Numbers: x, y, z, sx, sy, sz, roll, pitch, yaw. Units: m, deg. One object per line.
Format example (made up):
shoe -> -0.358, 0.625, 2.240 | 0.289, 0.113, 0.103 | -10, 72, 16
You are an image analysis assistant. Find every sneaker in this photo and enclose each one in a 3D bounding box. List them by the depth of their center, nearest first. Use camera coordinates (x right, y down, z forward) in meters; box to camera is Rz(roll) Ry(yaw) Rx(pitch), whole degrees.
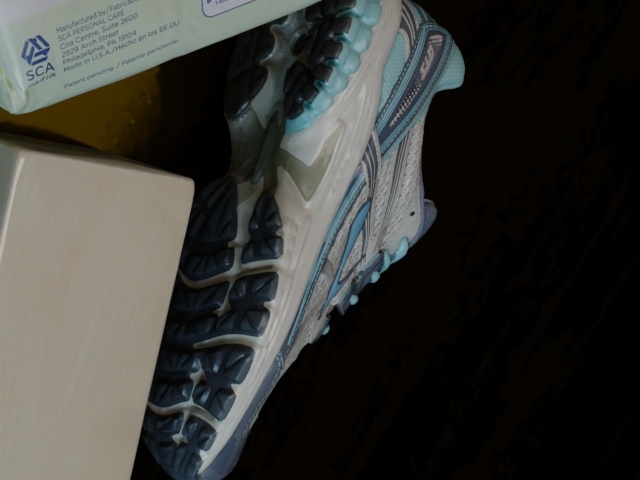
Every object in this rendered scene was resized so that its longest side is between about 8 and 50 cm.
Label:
sneaker -> 0.000, 0.000, 0.991 | 0.122, 0.110, 0.283 | 23, 88, -37

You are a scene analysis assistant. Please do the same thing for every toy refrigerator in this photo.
toy refrigerator -> -0.153, 0.086, 0.925 | 0.102, 0.094, 0.270 | 8, 97, -40

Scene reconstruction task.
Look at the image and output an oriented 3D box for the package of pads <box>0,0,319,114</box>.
package of pads -> -0.096, -0.162, 0.780 | 0.229, 0.296, 0.101 | -26, 121, -26
